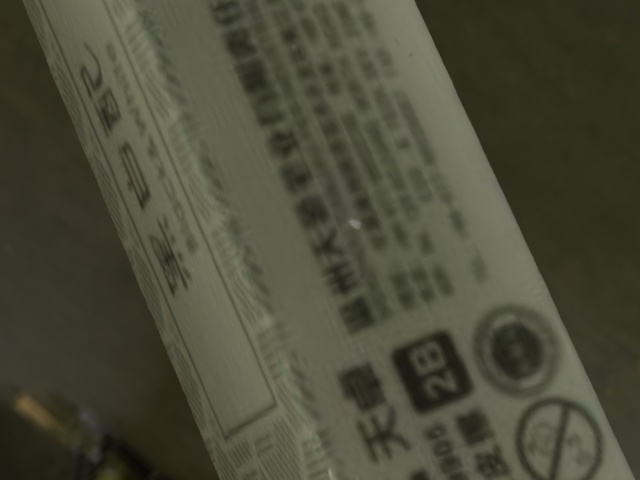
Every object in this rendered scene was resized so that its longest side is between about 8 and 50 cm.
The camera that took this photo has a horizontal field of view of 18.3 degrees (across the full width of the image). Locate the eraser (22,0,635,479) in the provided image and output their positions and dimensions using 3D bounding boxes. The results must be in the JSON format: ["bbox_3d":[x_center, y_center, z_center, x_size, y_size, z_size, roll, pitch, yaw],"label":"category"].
[{"bbox_3d":[0.000,0.000,0.636,0.404,0.098,0.096,67,155,7],"label":"eraser"}]
